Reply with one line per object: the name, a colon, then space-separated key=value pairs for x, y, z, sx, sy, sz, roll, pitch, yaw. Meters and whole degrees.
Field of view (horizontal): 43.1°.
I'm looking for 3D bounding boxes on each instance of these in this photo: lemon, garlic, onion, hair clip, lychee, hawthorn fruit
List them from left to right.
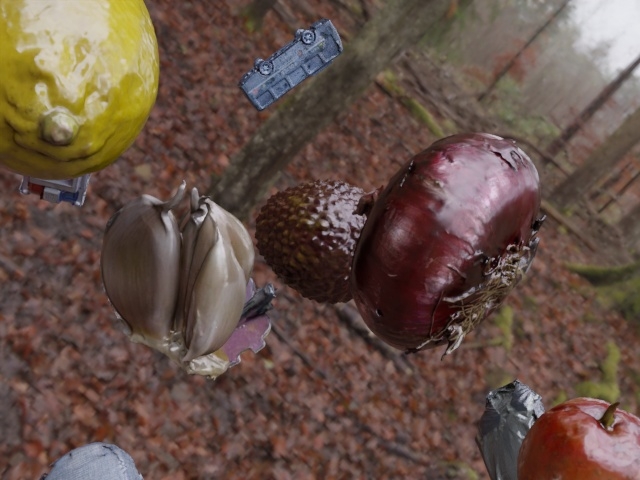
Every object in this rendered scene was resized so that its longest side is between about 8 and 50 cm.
lemon: x=-0.314 y=-0.204 z=0.928 sx=0.285 sy=0.285 sz=0.316 roll=15 pitch=49 yaw=-65
garlic: x=-0.207 y=0.047 z=1.171 sx=0.210 sy=0.292 sz=0.237 roll=1 pitch=12 yaw=-18
hair clip: x=-0.151 y=0.146 z=1.475 sx=0.146 sy=0.187 sz=0.056 roll=56 pitch=5 yaw=31
lychee: x=0.000 y=0.000 z=1.525 sx=0.271 sy=0.236 sz=0.236 roll=10 pitch=-7 yaw=32
onion: x=0.155 y=-0.008 z=1.063 sx=0.232 sy=0.314 sz=0.314 roll=39 pitch=10 yaw=20
hawthorn fruit: x=0.352 y=0.283 z=1.057 sx=0.179 sy=0.200 sz=0.179 roll=1 pitch=32 yaw=-1

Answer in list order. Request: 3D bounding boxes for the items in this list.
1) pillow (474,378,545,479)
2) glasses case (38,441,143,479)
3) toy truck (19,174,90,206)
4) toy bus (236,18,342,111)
pillow: x=0.399 y=0.428 z=1.524 sx=0.092 sy=0.161 sz=0.335 roll=31 pitch=30 yaw=-54
glasses case: x=-0.185 y=0.319 z=0.738 sx=0.282 sy=0.109 sz=0.067 roll=60 pitch=0 yaw=29
toy truck: x=-0.380 y=-0.191 z=1.224 sx=0.124 sy=0.268 sz=0.155 roll=13 pitch=49 yaw=-15
toy bus: x=-0.044 y=-0.260 z=1.197 sx=0.065 sy=0.166 sz=0.047 roll=55 pitch=-3 yaw=-23
